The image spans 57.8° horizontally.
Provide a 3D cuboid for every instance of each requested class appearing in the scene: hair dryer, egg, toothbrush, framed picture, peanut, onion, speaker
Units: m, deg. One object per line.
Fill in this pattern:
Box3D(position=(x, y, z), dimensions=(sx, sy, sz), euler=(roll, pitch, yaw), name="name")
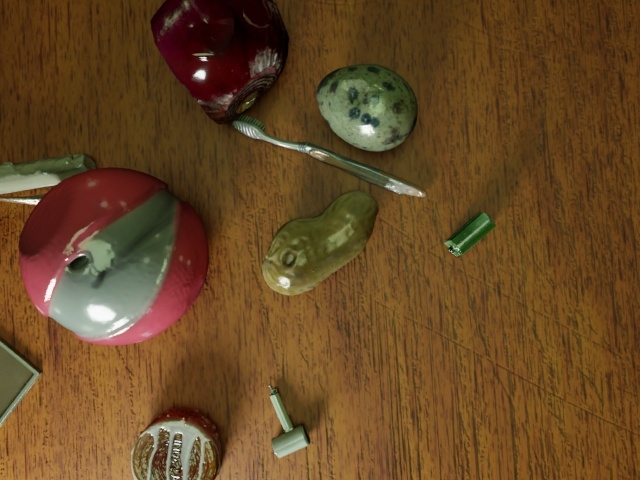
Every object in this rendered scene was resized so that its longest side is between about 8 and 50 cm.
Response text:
Box3D(position=(-0.071, 0.316, 1.030), dimensions=(0.063, 0.038, 0.124), euler=(-26, 81, 3), name="hair dryer")
Box3D(position=(0.078, -0.230, 0.987), dimensions=(0.182, 0.141, 0.141), euler=(28, 90, 15), name="egg")
Box3D(position=(0.015, -0.149, 1.043), dimensions=(0.375, 0.028, 0.037), euler=(22, 48, 4), name="toothbrush")
Box3D(position=(-0.636, 0.280, 1.080), dimensions=(0.150, 0.015, 0.203), euler=(37, 90, 4), name="framed picture")
Box3D(position=(0.000, 0.000, 0.999), dimensions=(0.236, 0.110, 0.120), euler=(-40, 72, 0), name="peanut")
Box3D(position=(-0.161, -0.344, 0.974), dimensions=(0.207, 0.206, 0.216), euler=(-36, 85, 2), name="onion")
Box3D(position=(-0.329, 0.032, 0.959), dimensions=(0.294, 0.294, 0.294), euler=(0, 88, 4), name="speaker")

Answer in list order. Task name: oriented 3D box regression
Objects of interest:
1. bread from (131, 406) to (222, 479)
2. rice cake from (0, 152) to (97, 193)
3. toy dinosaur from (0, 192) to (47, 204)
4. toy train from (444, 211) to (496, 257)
Box3D(position=(-0.251, 0.376, 1.019), dimensions=(0.160, 0.073, 0.160), euler=(0, 88, 5), name="bread")
Box3D(position=(-0.544, -0.121, 1.068), dimensions=(0.256, 0.057, 0.052), euler=(-9, 89, 4), name="rice cake")
Box3D(position=(-0.463, -0.069, 1.040), dimensions=(0.279, 0.101, 0.055), euler=(-8, 76, -7), name="toy dinosaur")
Box3D(position=(0.261, -0.010, 1.006), dimensions=(0.093, 0.056, 0.038), euler=(-41, 87, 2), name="toy train")
